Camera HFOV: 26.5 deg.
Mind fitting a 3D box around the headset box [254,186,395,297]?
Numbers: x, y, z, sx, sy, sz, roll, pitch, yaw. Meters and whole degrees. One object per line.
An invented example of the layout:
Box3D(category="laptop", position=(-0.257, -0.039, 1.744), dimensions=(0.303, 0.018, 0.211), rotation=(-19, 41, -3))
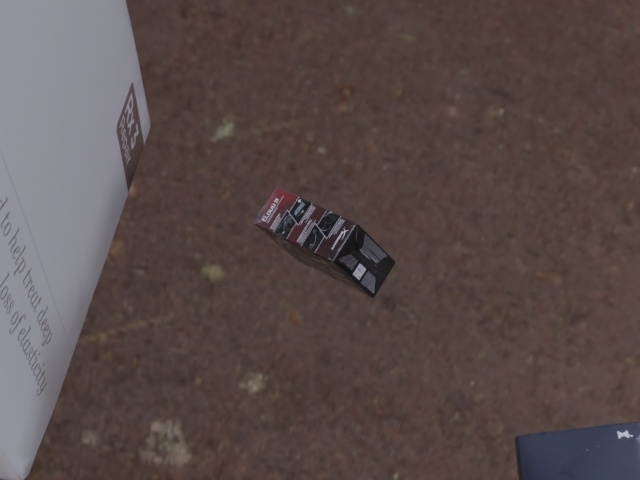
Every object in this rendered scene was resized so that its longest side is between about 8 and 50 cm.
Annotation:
Box3D(category="headset box", position=(0.000, 0.000, 0.913), dimensions=(0.083, 0.062, 0.032), rotation=(27, 80, 38))

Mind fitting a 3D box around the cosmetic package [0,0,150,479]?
Box3D(category="cosmetic package", position=(-0.259, -0.071, 0.391), dimensions=(0.384, 0.217, 0.156), rotation=(9, 57, 11))

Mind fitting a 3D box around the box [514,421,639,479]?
Box3D(category="box", position=(0.190, 0.236, 0.929), dimensions=(0.093, 0.158, 0.156), rotation=(-7, 33, 6))
